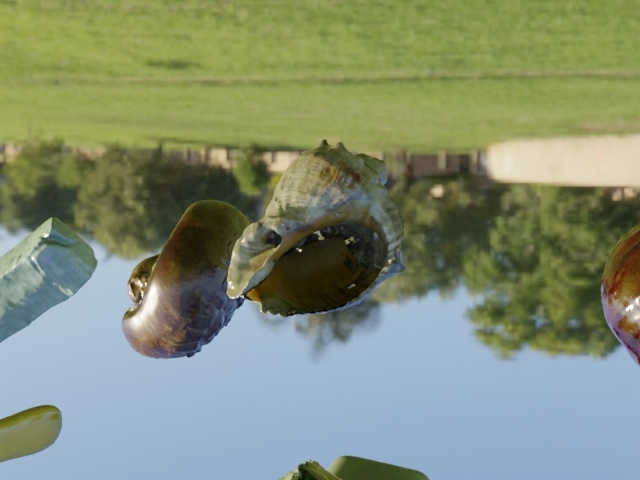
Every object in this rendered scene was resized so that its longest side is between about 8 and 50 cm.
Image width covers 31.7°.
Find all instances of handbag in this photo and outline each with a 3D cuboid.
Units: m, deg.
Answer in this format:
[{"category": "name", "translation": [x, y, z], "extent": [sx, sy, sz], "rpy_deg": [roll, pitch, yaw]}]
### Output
[{"category": "handbag", "translation": [0.078, 0.464, 1.876], "extent": [0.241, 0.109, 0.315], "rpy_deg": [9, -171, 10]}]

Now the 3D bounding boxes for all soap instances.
[{"category": "soap", "translation": [-0.481, 0.306, 1.762], "extent": [0.169, 0.089, 0.033], "rpy_deg": [-11, -151, -38]}]

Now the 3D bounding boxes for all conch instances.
[{"category": "conch", "translation": [0.000, 0.000, 1.292], "extent": [0.245, 0.163, 0.178], "rpy_deg": [-40, -132, -18]}]

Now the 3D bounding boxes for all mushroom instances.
[{"category": "mushroom", "translation": [-0.184, 0.061, 1.628], "extent": [0.153, 0.253, 0.253], "rpy_deg": [36, -171, 1]}]

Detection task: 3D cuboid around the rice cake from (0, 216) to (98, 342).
[{"category": "rice cake", "translation": [-0.305, 0.055, 1.107], "extent": [0.206, 0.069, 0.063], "rpy_deg": [-35, -149, 24]}]

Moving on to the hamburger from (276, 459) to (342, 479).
[{"category": "hamburger", "translation": [-0.016, 0.374, 1.205], "extent": [0.211, 0.309, 0.132], "rpy_deg": [38, -147, 1]}]

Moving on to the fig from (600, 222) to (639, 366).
[{"category": "fig", "translation": [0.448, 0.027, 1.136], "extent": [0.321, 0.217, 0.217], "rpy_deg": [-35, 180, 12]}]
